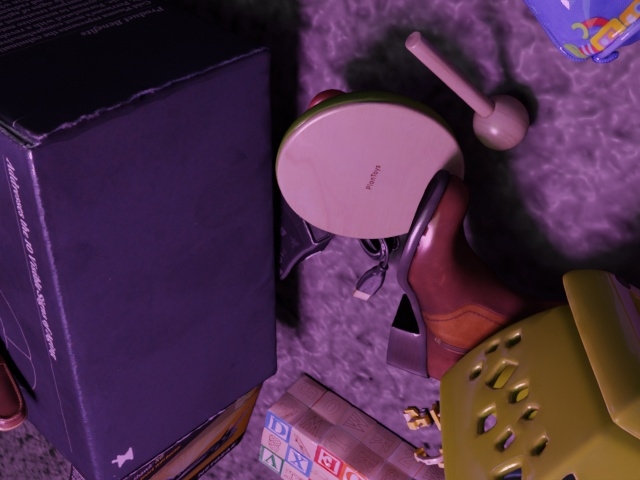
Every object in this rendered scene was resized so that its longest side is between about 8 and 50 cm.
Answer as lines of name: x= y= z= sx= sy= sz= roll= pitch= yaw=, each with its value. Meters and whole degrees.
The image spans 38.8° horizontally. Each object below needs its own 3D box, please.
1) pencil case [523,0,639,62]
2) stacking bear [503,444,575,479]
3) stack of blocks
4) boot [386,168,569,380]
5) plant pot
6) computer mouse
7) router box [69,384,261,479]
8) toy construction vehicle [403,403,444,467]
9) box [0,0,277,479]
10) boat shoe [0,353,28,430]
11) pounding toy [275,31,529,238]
pencil case: x=0.152 y=-0.267 z=0.704 sx=0.306 sy=0.119 sz=0.133 roll=45 pitch=110 yaw=6
stacking bear: x=0.217 y=0.338 z=0.972 sx=0.164 sy=0.289 sz=0.175 roll=22 pitch=132 yaw=28
stack of blocks: x=0.058 y=0.340 z=1.267 sx=0.297 sy=0.087 sz=0.171 roll=32 pitch=136 yaw=19
boot: x=0.212 y=0.066 z=0.875 sx=0.280 sy=0.096 sz=0.264 roll=13 pitch=126 yaw=11
plant pot: x=0.257 y=0.174 z=0.787 sx=0.228 sy=0.227 sz=0.207 roll=30 pitch=117 yaw=-15
computer mouse: x=0.000 y=0.000 z=1.074 sx=0.184 sy=0.060 sz=0.262 roll=52 pitch=141 yaw=8
router box: x=-0.221 y=0.295 z=1.311 sx=0.081 sy=0.309 sz=0.243 roll=39 pitch=138 yaw=17
toy construction vehicle: x=0.149 y=0.249 z=1.159 sx=0.098 sy=0.035 sz=0.086 roll=-7 pitch=114 yaw=44
box: x=-0.314 y=-0.051 z=1.101 sx=0.472 sy=0.297 sz=0.480 roll=33 pitch=137 yaw=34
boat shoe: x=-0.399 y=0.141 z=1.044 sx=0.178 sy=0.064 sz=0.060 roll=49 pitch=146 yaw=18
pounding toy: x=0.067 y=-0.114 z=0.900 sx=0.183 sy=0.110 sz=0.237 roll=32 pitch=130 yaw=-30
